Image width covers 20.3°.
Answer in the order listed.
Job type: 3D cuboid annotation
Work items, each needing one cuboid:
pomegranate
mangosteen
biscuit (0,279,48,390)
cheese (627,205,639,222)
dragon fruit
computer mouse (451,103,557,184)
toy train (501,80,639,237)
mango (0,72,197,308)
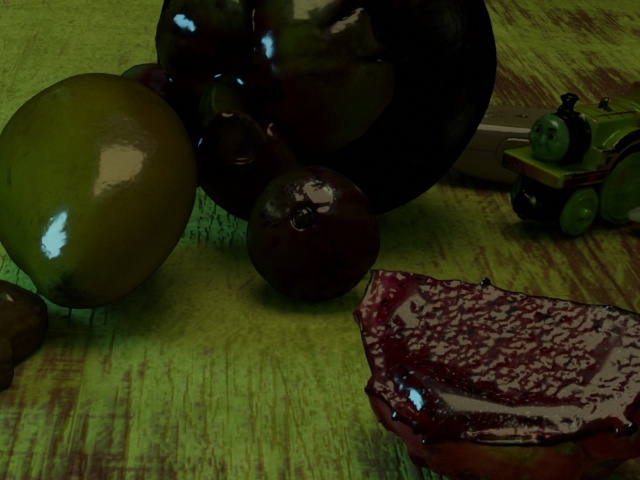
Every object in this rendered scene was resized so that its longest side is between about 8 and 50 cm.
[{"bbox_3d":[0.002,0.005,1.706,0.129,0.129,0.159,20,-20,44],"label":"pomegranate"},{"bbox_3d":[-0.020,-0.172,1.896,0.382,0.382,0.435,14,45,31],"label":"mangosteen"},{"bbox_3d":[-0.376,0.068,1.522,0.273,0.049,0.257,3,17,5],"label":"biscuit"},{"bbox_3d":[0.445,-0.004,1.904,0.255,0.050,0.127,13,21,34],"label":"cheese"},{"bbox_3d":[0.150,0.116,1.312,0.261,0.163,0.189,7,-17,23],"label":"dragon fruit"},{"bbox_3d":[0.241,-0.114,2.163,0.236,0.082,0.145,6,16,2],"label":"computer mouse"},{"bbox_3d":[0.326,-0.098,2.004,0.296,0.161,0.100,-12,29,-41],"label":"toy train"},{"bbox_3d":[-0.211,-0.044,1.654,0.173,0.211,0.317,42,7,-25],"label":"mango"}]
